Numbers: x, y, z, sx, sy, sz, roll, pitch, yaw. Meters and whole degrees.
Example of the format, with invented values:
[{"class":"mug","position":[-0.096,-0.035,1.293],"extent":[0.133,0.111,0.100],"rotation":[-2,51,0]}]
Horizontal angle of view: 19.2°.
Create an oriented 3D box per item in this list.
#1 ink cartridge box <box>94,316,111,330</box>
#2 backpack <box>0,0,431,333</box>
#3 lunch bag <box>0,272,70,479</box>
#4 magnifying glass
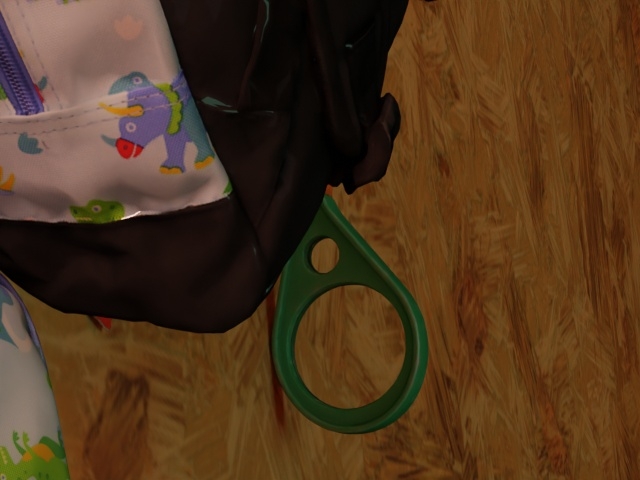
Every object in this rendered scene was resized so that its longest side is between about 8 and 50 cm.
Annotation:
[{"class":"ink cartridge box","position":[-0.108,-0.065,0.850],"extent":[0.179,0.045,0.145],"rotation":[56,32,-48]},{"class":"backpack","position":[-0.103,-0.194,0.629],"extent":[0.356,0.273,0.290],"rotation":[79,25,-47]},{"class":"lunch bag","position":[-0.141,0.124,0.600],"extent":[0.176,0.090,0.219],"rotation":[-18,98,-69]},{"class":"magnifying glass","position":[0.000,0.000,1.102],"extent":[0.026,0.092,0.231],"rotation":[19,54,-65]}]
